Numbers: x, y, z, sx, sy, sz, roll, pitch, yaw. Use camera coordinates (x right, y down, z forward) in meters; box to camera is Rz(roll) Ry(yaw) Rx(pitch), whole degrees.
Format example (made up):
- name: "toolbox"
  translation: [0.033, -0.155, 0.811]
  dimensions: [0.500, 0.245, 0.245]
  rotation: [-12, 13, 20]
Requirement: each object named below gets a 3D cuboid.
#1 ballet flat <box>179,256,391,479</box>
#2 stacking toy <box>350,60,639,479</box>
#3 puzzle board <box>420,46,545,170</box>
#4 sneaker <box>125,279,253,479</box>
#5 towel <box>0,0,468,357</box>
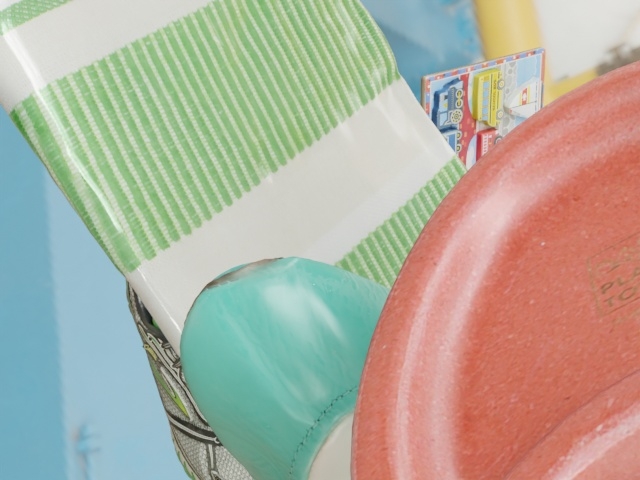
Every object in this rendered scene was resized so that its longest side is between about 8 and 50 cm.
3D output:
- name: "ballet flat"
  translation: [0.049, 0.100, 0.540]
  dimensions: [0.247, 0.083, 0.087]
  rotation: [48, 5, -33]
- name: "stacking toy"
  translation: [0.165, 0.051, 0.319]
  dimensions: [0.130, 0.309, 0.279]
  rotation: [48, 33, -31]
- name: "puzzle board"
  translation: [0.101, -0.048, 0.975]
  dimensions: [0.096, 0.011, 0.128]
  rotation: [-17, 119, -31]
- name: "sneaker"
  translation: [-0.130, 0.138, 1.700]
  dimensions: [0.343, 0.134, 0.146]
  rotation: [60, -5, 18]
- name: "towel"
  translation: [0.000, 0.000, 0.714]
  dimensions: [0.325, 0.038, 0.248]
  rotation: [57, 37, -5]
